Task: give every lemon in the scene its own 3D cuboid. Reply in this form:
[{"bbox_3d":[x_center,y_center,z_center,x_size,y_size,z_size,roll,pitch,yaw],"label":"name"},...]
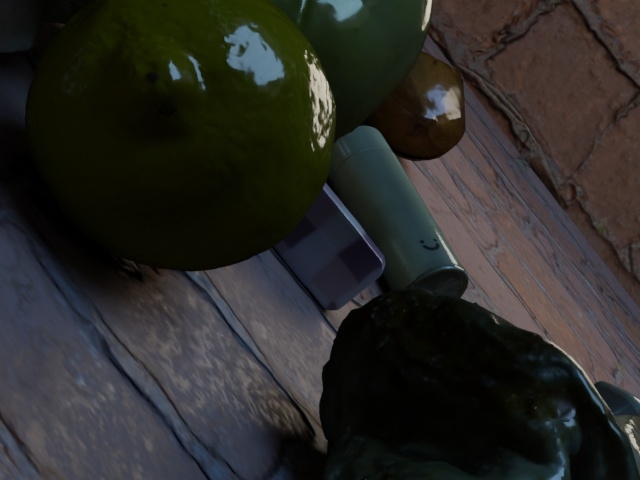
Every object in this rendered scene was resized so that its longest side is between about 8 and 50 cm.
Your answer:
[{"bbox_3d":[-0.082,-0.070,1.113,0.184,0.184,0.248,57,2,19],"label":"lemon"}]

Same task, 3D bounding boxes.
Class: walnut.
[{"bbox_3d":[0.117,-0.168,2.210,0.137,0.137,0.245,49,12,-14],"label":"walnut"}]

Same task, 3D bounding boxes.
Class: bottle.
[{"bbox_3d":[0.069,-0.020,1.756,0.072,0.072,0.201,36,20,-51],"label":"bottle"}]

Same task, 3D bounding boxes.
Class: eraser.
[{"bbox_3d":[0.000,0.000,1.469,0.105,0.065,0.026,50,11,-4],"label":"eraser"}]

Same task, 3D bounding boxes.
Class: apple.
[{"bbox_3d":[-0.057,-0.187,1.318,0.279,0.279,0.279,49,13,-15],"label":"apple"}]

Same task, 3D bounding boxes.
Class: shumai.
[{"bbox_3d":[0.054,0.161,1.140,0.222,0.204,0.272,54,-23,-3],"label":"shumai"}]

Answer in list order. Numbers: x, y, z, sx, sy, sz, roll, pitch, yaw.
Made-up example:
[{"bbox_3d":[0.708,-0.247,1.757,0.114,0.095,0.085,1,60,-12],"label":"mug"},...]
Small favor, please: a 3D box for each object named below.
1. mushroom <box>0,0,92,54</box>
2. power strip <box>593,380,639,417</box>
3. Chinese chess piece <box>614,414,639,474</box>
[{"bbox_3d":[-0.192,-0.176,1.153,0.154,0.122,0.154,12,-2,0],"label":"mushroom"},{"bbox_3d":[0.313,0.259,1.756,0.265,0.059,0.193,63,-8,-10],"label":"power strip"},{"bbox_3d":[0.292,0.306,1.494,0.338,0.140,0.338,49,14,-16],"label":"Chinese chess piece"}]
